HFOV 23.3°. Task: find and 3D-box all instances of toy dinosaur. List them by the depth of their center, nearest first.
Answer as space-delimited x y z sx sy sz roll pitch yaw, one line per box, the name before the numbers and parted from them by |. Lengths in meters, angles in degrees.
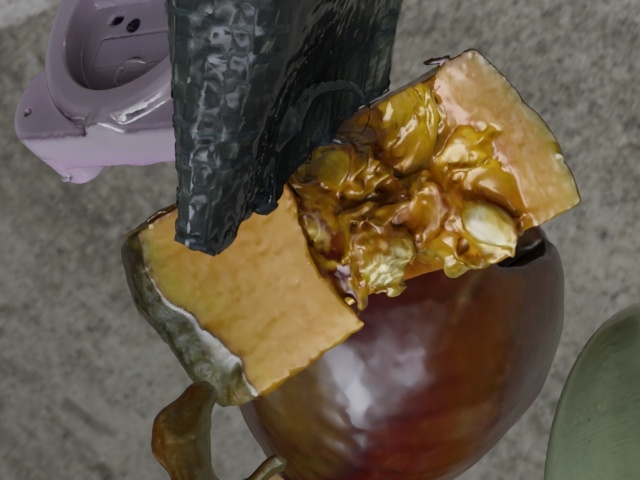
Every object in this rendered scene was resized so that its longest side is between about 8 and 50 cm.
toy dinosaur | -0.066 0.142 0.559 0.126 0.162 0.039 49 177 27

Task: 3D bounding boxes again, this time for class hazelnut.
hazelnut | 0.077 0.118 1.778 0.402 0.402 0.429 31 144 4

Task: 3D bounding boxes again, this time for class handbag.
handbag | -0.011 -0.113 0.830 0.088 0.270 0.175 13 118 20

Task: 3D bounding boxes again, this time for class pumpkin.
pumpkin | -0.001 -0.001 0.998 0.280 0.190 0.139 -28 93 48

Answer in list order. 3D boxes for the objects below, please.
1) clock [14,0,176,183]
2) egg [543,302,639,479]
clock | -0.151 -0.219 1.581 0.295 0.322 0.113 -2 150 35
egg | 0.234 0.172 0.883 0.218 0.218 0.296 -33 66 41
